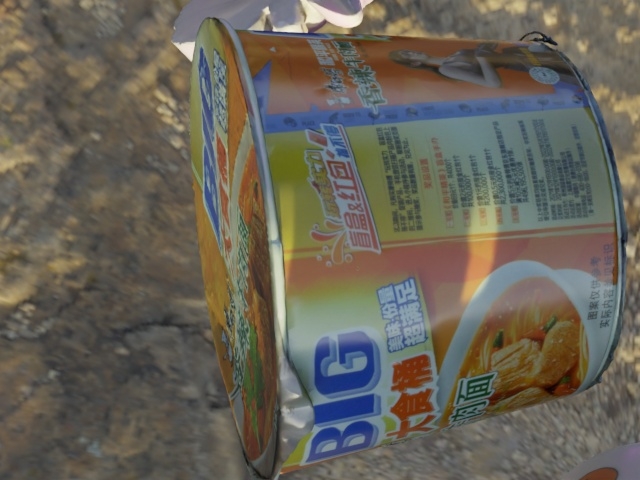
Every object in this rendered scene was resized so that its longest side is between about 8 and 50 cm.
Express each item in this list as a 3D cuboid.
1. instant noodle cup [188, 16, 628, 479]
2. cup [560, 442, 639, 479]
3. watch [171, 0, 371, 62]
[{"bbox_3d":[0.046,-0.006,0.900,0.214,0.296,0.296,-7,76,-11],"label":"instant noodle cup"},{"bbox_3d":[0.196,0.289,0.901,0.212,0.317,0.212,8,112,21],"label":"cup"},{"bbox_3d":[-0.048,-0.274,1.115,0.244,0.231,0.196,-19,37,25],"label":"watch"}]
